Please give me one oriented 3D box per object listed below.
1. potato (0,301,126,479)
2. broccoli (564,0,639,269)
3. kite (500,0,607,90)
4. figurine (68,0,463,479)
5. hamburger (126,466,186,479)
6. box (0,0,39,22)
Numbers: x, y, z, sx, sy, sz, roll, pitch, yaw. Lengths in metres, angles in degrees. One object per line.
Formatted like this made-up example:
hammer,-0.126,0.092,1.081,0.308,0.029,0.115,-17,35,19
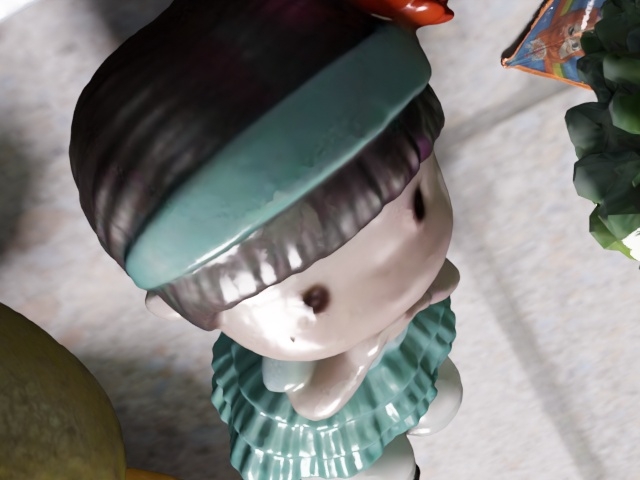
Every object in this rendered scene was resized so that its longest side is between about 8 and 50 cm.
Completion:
potato,-0.174,0.077,0.556,0.251,0.159,0.174,4,120,-35
broccoli,0.244,-0.074,0.501,0.338,0.317,0.277,27,126,-5
kite,0.140,-0.089,0.630,0.159,0.010,0.190,-22,142,0
figurine,0.000,0.000,0.597,0.138,0.110,0.245,-55,153,-23
hamburger,-0.121,0.163,0.702,0.282,0.144,0.157,-7,129,-19
box,-0.068,-0.128,0.382,0.194,0.139,0.073,-27,141,7
